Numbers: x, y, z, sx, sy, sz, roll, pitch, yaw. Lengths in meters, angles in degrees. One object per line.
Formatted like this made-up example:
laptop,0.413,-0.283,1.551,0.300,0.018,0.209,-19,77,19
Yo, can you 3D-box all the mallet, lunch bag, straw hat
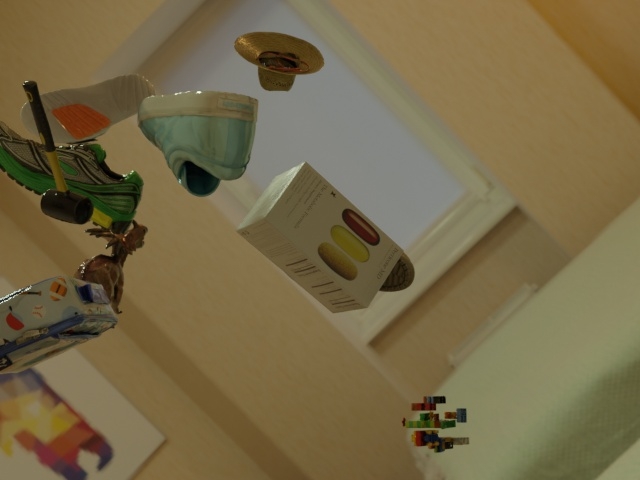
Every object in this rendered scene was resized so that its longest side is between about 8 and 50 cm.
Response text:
mallet,-0.331,-0.104,1.144,0.062,0.190,0.039,6,36,31
lunch bag,-0.487,0.147,1.653,0.243,0.115,0.303,-22,-5,0
straw hat,-0.065,-0.255,1.421,0.144,0.144,0.061,-49,-24,-52

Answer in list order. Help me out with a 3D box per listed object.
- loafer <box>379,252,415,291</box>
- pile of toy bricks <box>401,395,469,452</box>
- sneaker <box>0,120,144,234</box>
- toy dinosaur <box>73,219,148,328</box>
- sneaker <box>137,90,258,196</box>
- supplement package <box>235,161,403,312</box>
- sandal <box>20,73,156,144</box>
loafer,0.069,0.021,1.872,0.092,0.268,0.102,-34,-40,-58
pile of toy bricks,0.227,0.390,2.014,0.105,0.118,0.212,-7,-12,32
sneaker,-0.518,-0.155,1.933,0.146,0.343,0.134,-61,10,8
toy dinosaur,-0.483,0.071,2.068,0.296,0.127,0.200,-79,4,-68
sneaker,-0.210,-0.145,1.480,0.366,0.135,0.150,-174,92,-67
supplement package,0.000,0.000,1.678,0.139,0.244,0.134,-56,17,-23
sandal,-0.411,-0.222,1.692,0.265,0.102,0.076,-25,-11,-40
